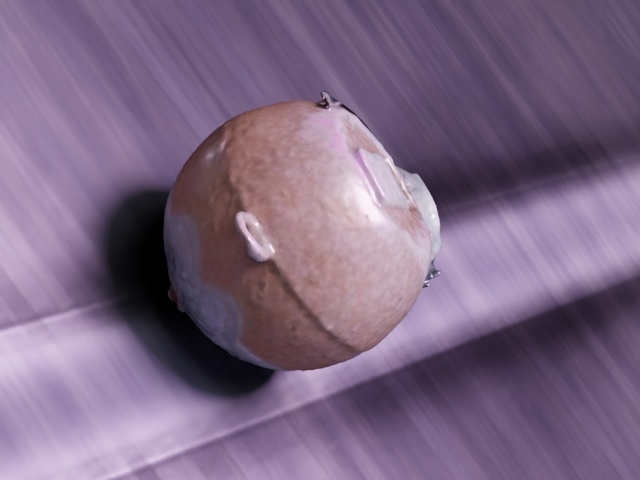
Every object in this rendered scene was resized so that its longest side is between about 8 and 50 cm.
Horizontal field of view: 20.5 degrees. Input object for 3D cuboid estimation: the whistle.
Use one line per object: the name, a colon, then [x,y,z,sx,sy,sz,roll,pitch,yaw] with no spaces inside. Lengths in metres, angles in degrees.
whistle: [0.000,0.000,1.242,0.189,0.189,0.348,61,18,9]
